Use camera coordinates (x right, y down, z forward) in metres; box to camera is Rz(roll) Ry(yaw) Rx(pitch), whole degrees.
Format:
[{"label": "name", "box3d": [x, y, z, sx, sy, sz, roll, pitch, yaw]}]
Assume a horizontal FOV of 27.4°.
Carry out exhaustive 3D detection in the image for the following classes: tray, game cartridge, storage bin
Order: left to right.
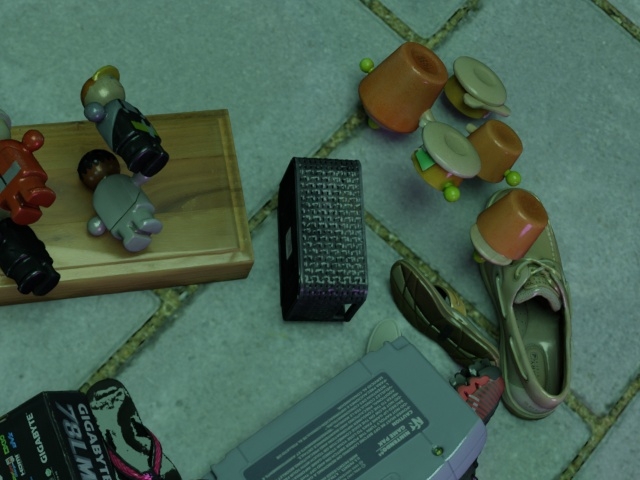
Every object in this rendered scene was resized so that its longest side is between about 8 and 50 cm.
[{"label": "tray", "box3d": [-0.299, -0.038, 1.559, 0.410, 0.076, 0.203, -6, 71, -15]}, {"label": "storage bin", "box3d": [0.000, 0.000, 1.583, 0.084, 0.122, 0.180, 3, 69, -12]}, {"label": "game cartridge", "box3d": [0.029, 0.251, 1.458, 0.294, 0.060, 0.196, -34, 43, -8]}]

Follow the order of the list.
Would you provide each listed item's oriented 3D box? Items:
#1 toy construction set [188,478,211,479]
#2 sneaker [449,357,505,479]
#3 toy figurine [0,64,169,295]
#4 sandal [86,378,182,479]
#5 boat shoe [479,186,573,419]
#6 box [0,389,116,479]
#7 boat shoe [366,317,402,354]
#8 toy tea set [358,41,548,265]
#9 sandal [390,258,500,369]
[{"label": "toy construction set", "box3d": [-0.182, 0.405, 1.349, 0.215, 0.151, 0.328, -2, 72, 30]}, {"label": "sneaker", "box3d": [0.142, 0.265, 1.530, 0.135, 0.097, 0.276, 41, 69, 5]}, {"label": "toy figurine", "box3d": [-0.281, -0.069, 1.425, 0.209, 0.213, 0.148, -26, 61, -23]}, {"label": "sandal", "box3d": [-0.213, 0.237, 1.491, 0.067, 0.040, 0.179, -27, 78, -21]}, {"label": "boat shoe", "box3d": [0.265, 0.066, 1.630, 0.109, 0.098, 0.302, 3, 69, -11]}, {"label": "box", "box3d": [-0.314, 0.343, 1.315, 0.293, 0.073, 0.296, -33, 70, 23]}, {"label": "boat shoe", "box3d": [0.084, 0.157, 1.589, 0.046, 0.038, 0.125, -14, 60, 27]}, {"label": "toy tea set", "box3d": [0.158, -0.105, 1.650, 0.200, 0.124, 0.336, 17, 42, -31]}, {"label": "sandal", "box3d": [0.156, 0.091, 1.617, 0.180, 0.072, 0.049, 43, 51, 4]}]
